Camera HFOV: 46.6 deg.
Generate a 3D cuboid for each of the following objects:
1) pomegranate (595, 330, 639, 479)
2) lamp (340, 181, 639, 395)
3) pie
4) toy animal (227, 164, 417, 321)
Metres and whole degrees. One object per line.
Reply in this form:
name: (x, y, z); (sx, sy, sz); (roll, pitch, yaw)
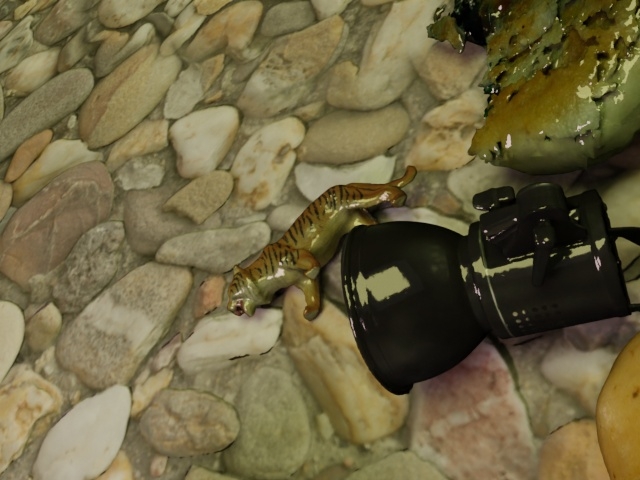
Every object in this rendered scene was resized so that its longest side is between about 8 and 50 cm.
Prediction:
pomegranate: (0.256, 0.121, 0.441); (0.196, 0.196, 0.196); (-17, 52, 23)
lamp: (0.145, 0.024, 0.579); (0.228, 0.172, 0.147); (-18, 51, 24)
pie: (0.232, -0.232, 0.705); (0.296, 0.078, 0.371); (-42, 39, 33)
toy animal: (0.000, 0.000, 0.764); (0.241, 0.057, 0.099); (-45, 47, -1)
